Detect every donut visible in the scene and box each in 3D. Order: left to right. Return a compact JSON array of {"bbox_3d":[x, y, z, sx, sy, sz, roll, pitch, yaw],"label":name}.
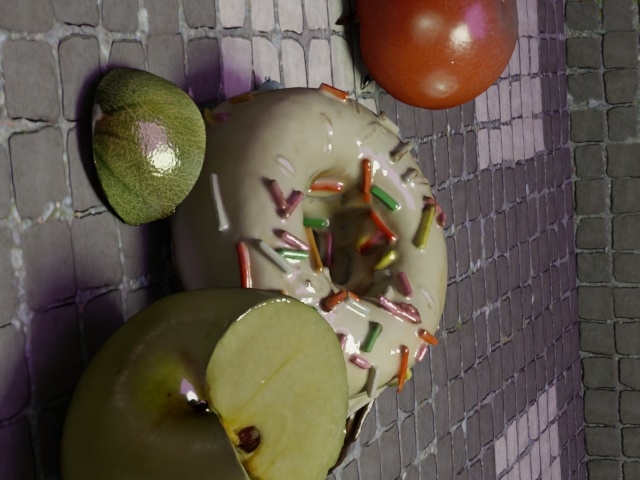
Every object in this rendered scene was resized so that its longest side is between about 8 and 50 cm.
[{"bbox_3d":[0.000,0.000,1.504,0.383,0.142,0.382,21,59,-40],"label":"donut"}]

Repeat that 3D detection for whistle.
[{"bbox_3d":[-0.055,-0.152,1.664,0.035,0.035,0.100,-53,137,-55],"label":"whistle"}]

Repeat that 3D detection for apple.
[{"bbox_3d":[-0.112,0.195,1.268,0.258,0.233,0.295,75,22,-53],"label":"apple"}]

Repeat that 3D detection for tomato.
[{"bbox_3d":[0.161,-0.312,1.953,0.256,0.224,0.256,26,59,-55],"label":"tomato"}]

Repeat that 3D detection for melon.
[{"bbox_3d":[-0.169,-0.100,1.340,0.128,0.079,0.160,26,66,-66],"label":"melon"}]

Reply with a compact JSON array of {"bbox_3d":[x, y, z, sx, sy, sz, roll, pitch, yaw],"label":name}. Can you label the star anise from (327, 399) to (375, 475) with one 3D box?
[{"bbox_3d":[-0.027,0.249,1.579,0.237,0.148,0.346,49,48,-66],"label":"star anise"}]
